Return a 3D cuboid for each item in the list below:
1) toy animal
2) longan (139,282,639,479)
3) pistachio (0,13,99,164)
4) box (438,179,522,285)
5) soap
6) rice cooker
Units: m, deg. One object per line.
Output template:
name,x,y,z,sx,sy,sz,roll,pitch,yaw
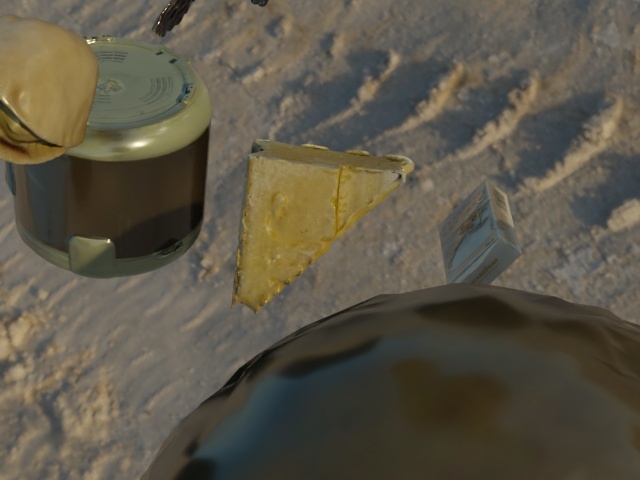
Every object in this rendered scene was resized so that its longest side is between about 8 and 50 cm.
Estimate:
toy animal,-0.172,-0.398,1.355,0.160,0.197,0.272,27,38,8
longan,0.085,0.219,0.549,0.435,0.404,0.404,7,65,37
pistachio,-0.302,-0.159,1.030,0.126,0.152,0.223,-27,14,15
box,0.309,-0.002,1.949,0.149,0.067,0.233,-49,19,26
soap,0.000,0.000,1.842,0.304,0.339,0.169,8,21,3
rice cooker,-0.339,-0.125,1.587,0.335,0.325,0.335,5,40,-5
